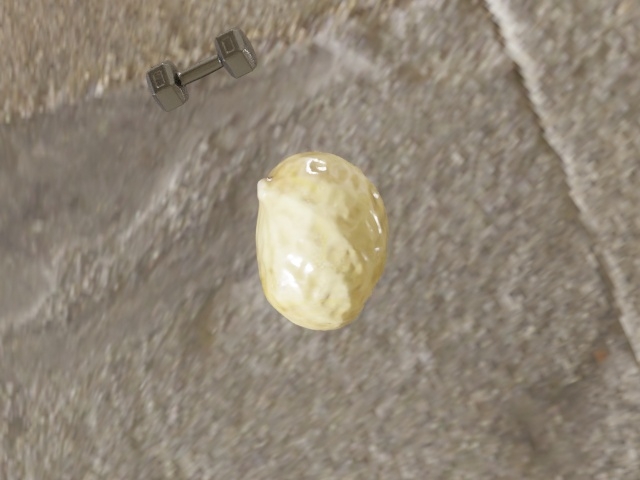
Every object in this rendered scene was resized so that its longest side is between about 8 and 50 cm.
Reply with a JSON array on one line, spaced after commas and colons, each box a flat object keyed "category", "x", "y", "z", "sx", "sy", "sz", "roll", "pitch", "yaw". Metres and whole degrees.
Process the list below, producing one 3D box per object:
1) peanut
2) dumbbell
[{"category": "peanut", "x": 0.000, "y": 0.000, "z": 1.543, "sx": 0.109, "sy": 0.140, "sz": 0.159, "roll": -3, "pitch": 87, "yaw": -15}, {"category": "dumbbell", "x": -0.090, "y": -0.128, "z": 1.310, "sx": 0.083, "sy": 0.040, "sz": 0.036, "roll": -25, "pitch": 101, "yaw": 11}]
